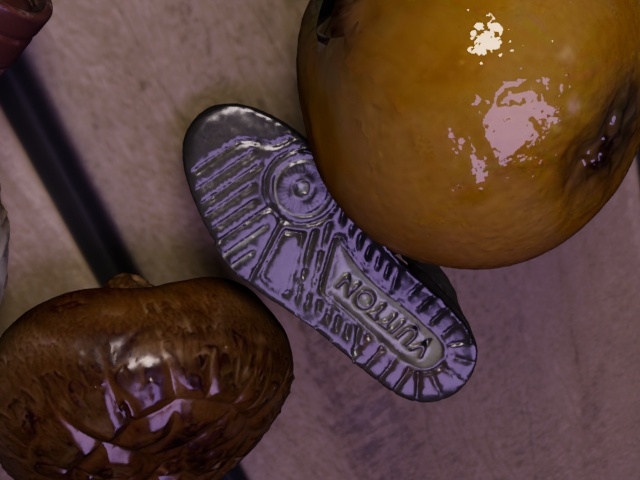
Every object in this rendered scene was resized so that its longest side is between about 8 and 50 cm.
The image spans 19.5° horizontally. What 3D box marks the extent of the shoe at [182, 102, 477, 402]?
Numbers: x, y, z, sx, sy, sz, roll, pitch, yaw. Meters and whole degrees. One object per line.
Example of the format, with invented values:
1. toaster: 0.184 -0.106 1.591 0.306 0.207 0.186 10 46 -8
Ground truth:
1. shoe: 0.002 -0.002 1.450 0.109 0.149 0.293 -42 105 8

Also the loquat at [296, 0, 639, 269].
1. loquat: 0.112 -0.107 1.296 0.263 0.263 0.263 -15 136 -15

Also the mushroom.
1. mushroom: -0.143 0.122 1.463 0.253 0.153 0.253 -15 146 -10

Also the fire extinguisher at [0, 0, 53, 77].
1. fire extinguisher: -0.294 -0.080 1.214 0.105 0.105 0.269 26 116 -42

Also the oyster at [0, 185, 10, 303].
1. oyster: -0.355 0.097 1.335 0.351 0.115 0.238 -44 162 32
